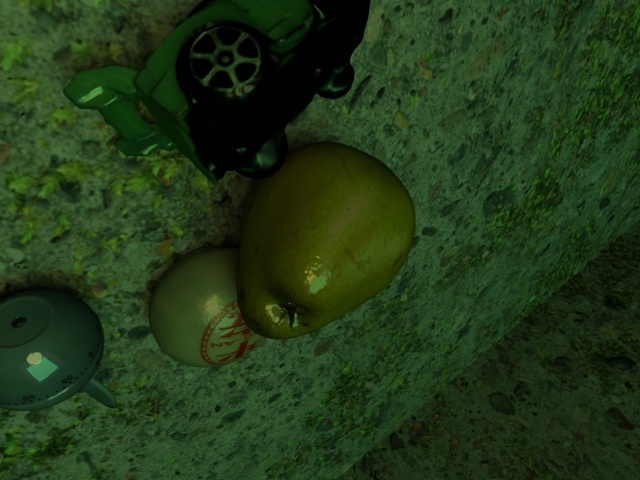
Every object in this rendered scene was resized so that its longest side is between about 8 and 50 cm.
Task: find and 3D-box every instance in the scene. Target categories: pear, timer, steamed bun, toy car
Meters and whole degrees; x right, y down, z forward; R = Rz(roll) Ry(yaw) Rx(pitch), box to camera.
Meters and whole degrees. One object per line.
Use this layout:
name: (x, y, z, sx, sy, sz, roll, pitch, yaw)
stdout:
pear: (0.005, 0.006, 0.680, 0.285, 0.284, 0.337, 46, 52, -50)
timer: (-0.380, 0.160, 0.626, 0.175, 0.175, 0.255, -36, 166, -13)
steamed bun: (-0.172, 0.130, 0.756, 0.231, 0.145, 0.232, -22, 134, -25)
toy car: (-0.089, -0.215, 0.527, 0.359, 0.176, 0.213, -49, 172, -9)
